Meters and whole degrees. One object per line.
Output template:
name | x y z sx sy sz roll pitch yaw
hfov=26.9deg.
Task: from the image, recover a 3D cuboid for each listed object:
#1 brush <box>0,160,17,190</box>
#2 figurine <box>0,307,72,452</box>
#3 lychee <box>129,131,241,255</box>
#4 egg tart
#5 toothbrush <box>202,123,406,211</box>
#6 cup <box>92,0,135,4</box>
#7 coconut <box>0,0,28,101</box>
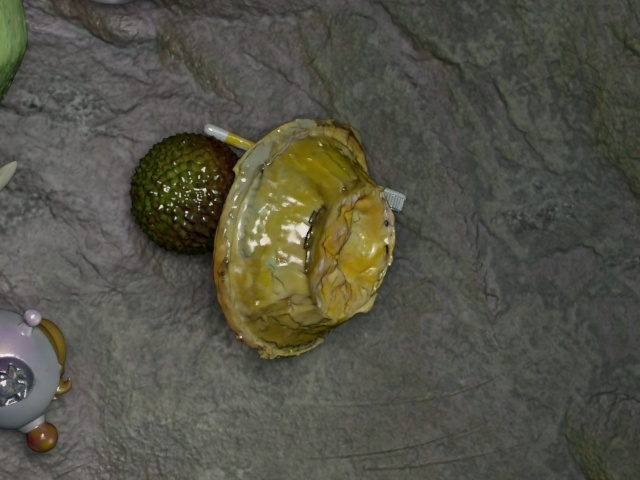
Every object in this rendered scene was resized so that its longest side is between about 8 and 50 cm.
brush | -0.471 0.009 1.605 0.039 0.042 0.299 43 71 -8
figurine | -0.419 0.190 1.557 0.274 0.133 0.193 -28 81 -4
lychee | -0.161 -0.054 1.635 0.171 0.171 0.171 2 84 -17
egg tart | 0.000 0.000 1.631 0.315 0.120 0.314 -19 114 -50
toothbrush | -0.020 -0.094 1.755 0.288 0.021 0.024 20 69 -14
cup | -0.269 -0.420 1.598 0.347 0.163 0.347 33 42 -37
coconut | -0.493 -0.269 1.497 0.329 0.281 0.328 0 116 0
